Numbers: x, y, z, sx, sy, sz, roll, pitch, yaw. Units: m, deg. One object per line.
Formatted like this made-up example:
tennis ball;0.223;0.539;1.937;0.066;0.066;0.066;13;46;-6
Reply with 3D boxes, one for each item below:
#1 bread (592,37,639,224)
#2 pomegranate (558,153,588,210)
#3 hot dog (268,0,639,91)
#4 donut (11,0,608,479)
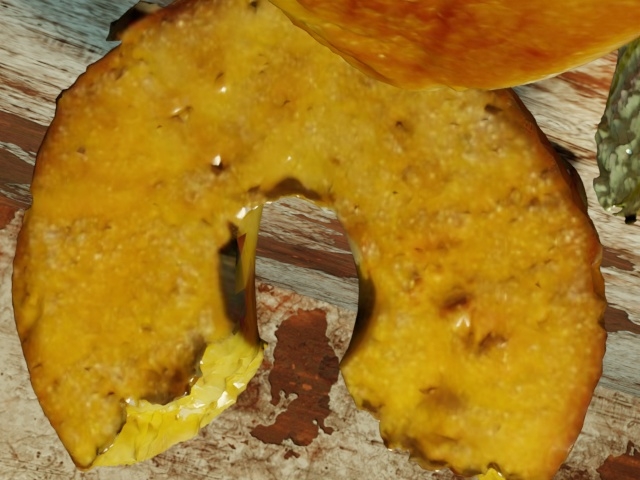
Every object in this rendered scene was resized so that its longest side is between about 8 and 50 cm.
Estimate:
bread;0.275;-0.081;0.691;0.261;0.158;0.156;4;175;43
pomegranate;0.189;-0.040;1.104;0.130;0.130;0.130;14;170;3
hot dog;0.024;-0.186;0.330;0.223;0.185;0.405;9;168;34
donut;0.000;0.000;0.890;0.435;0.377;0.163;7;-178;14
